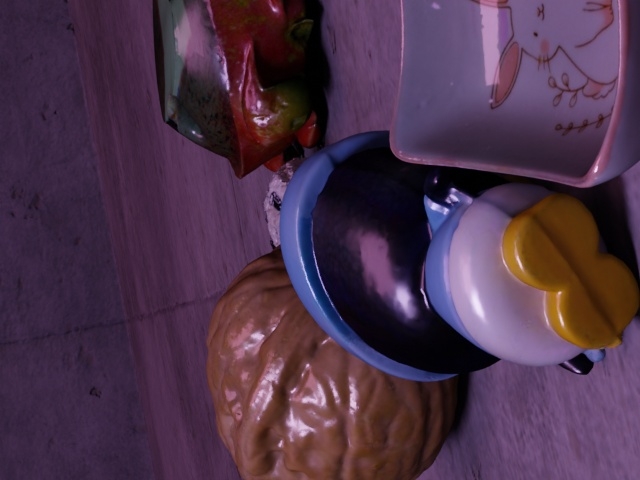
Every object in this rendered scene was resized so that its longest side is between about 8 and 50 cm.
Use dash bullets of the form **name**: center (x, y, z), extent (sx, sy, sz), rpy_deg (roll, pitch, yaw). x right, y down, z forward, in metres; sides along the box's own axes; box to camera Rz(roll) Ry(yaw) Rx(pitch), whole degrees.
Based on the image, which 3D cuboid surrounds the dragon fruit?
- **dragon fruit**: center (-0.076, -0.183, 1.594), extent (0.295, 0.130, 0.268), rpy_deg (107, 155, -60)

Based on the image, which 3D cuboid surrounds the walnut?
- **walnut**: center (0.009, 0.095, 1.336), extent (0.213, 0.213, 0.213), rpy_deg (170, 90, -75)

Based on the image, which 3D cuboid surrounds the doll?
- **doll**: center (0.075, 0.012, 1.122), extent (0.177, 0.141, 0.314), rpy_deg (53, 160, -19)

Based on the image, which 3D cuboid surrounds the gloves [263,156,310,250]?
- **gloves**: center (-0.004, 0.000, 1.532), extent (0.153, 0.070, 0.114), rpy_deg (-129, 32, -58)

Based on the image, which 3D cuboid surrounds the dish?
- **dish**: center (0.116, -0.111, 0.941), extent (0.212, 0.077, 0.151), rpy_deg (13, 107, 62)
